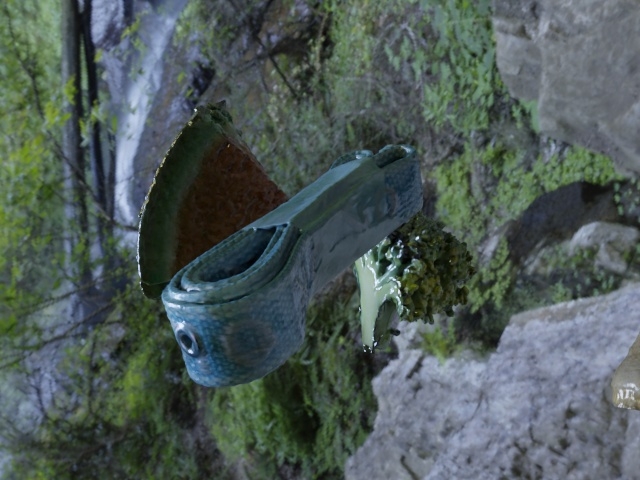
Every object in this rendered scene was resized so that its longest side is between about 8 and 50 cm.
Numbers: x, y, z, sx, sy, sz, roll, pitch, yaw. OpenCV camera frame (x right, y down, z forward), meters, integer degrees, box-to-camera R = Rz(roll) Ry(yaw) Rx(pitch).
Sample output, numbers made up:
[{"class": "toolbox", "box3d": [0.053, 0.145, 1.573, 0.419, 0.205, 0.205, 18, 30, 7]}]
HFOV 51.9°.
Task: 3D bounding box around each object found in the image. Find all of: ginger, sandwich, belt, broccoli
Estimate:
[{"class": "ginger", "box3d": [0.617, 0.187, 1.139, 0.126, 0.354, 0.190, -3, 119, 54]}, {"class": "sandwich", "box3d": [-0.151, -0.033, 0.904, 0.212, 0.292, 0.109, 37, 178, 1]}, {"class": "belt", "box3d": [0.000, 0.000, 0.501, 0.087, 0.302, 0.072, -4, 113, 34]}, {"class": "broccoli", "box3d": [0.163, 0.061, 1.142, 0.242, 0.180, 0.273, -140, 46, -65]}]
